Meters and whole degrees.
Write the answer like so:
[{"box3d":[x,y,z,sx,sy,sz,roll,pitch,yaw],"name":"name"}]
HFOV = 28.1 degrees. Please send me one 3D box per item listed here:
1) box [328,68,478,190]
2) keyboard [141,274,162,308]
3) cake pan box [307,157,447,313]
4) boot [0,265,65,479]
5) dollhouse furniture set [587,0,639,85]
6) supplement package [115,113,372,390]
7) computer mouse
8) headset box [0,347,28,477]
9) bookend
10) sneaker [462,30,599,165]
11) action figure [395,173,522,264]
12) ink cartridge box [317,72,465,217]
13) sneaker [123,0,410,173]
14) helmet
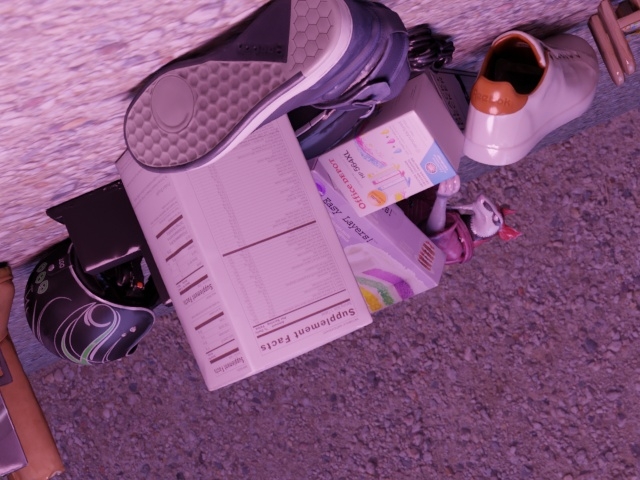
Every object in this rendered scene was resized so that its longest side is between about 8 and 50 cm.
[{"box3d":[0.122,-0.139,1.593,0.169,0.087,0.290,-24,176,23],"name":"box"},{"box3d":[-0.166,-0.001,1.656,0.202,0.033,0.317,-58,-169,-21],"name":"keyboard"},{"box3d":[0.000,0.000,1.771,0.245,0.267,0.070,-26,-148,39],"name":"cake pan box"},{"box3d":[-0.393,0.178,1.620,0.089,0.270,0.236,-21,176,-22],"name":"boot"},{"box3d":[0.455,-0.246,1.488,0.212,0.161,0.242,-23,176,3],"name":"dollhouse furniture set"},{"box3d":[-0.076,0.001,1.218,0.139,0.244,0.134,-20,175,-26],"name":"supplement package"},{"box3d":[0.017,-0.133,1.289,0.262,0.060,0.184,-24,177,10],"name":"computer mouse"},{"box3d":[-0.473,0.177,1.369,0.283,0.246,0.131,-22,175,-18],"name":"headset box"},{"box3d":[-0.189,0.013,1.379,0.156,0.157,0.072,-23,176,-3],"name":"bookend"},{"box3d":[0.257,-0.200,1.485,0.105,0.123,0.290,17,-143,23],"name":"sneaker"},{"box3d":[0.113,-0.004,1.904,0.370,0.276,0.248,4,-163,5],"name":"action figure"},{"box3d":[0.070,-0.099,1.396,0.143,0.092,0.090,-25,-155,26],"name":"ink cartridge box"},{"box3d":[-0.033,-0.119,1.010,0.226,0.086,0.163,-26,172,30],"name":"sneaker"},{"box3d":[-0.294,0.080,1.633,0.169,0.169,0.161,-18,157,-48],"name":"helmet"}]
